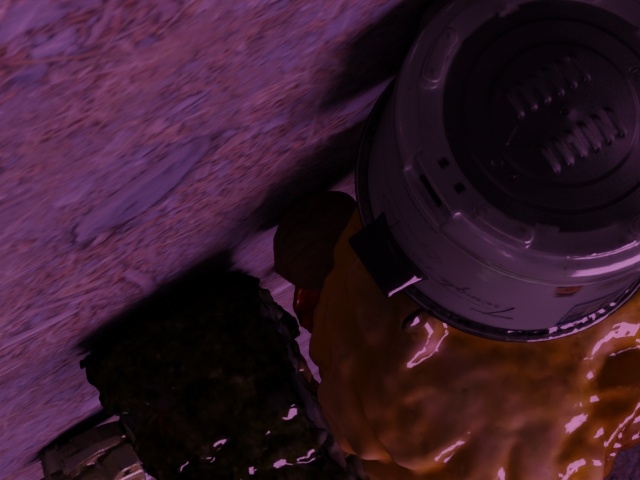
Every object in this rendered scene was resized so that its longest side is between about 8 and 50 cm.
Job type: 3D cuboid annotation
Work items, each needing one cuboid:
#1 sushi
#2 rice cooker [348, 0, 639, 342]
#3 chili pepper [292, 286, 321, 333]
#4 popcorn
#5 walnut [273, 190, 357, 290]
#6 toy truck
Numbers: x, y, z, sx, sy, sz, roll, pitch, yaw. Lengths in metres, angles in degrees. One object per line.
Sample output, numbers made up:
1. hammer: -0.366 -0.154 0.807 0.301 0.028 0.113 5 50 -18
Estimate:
1. sushi: -0.063 0.190 1.785 0.178 0.294 0.352 -30 172 1
2. rice cooker: 0.150 -0.059 1.392 0.280 0.241 0.227 -34 170 -13
3. chili pepper: 0.084 0.042 2.023 0.338 0.131 0.134 -5 109 -67
4. popcorn: 0.161 0.068 1.650 0.349 0.349 0.382 -35 177 7
5. walnut: 0.000 0.000 1.695 0.096 0.082 0.079 -35 -161 -3
6. toy truck: -0.209 0.219 2.079 0.191 0.085 0.116 -28 165 -19
